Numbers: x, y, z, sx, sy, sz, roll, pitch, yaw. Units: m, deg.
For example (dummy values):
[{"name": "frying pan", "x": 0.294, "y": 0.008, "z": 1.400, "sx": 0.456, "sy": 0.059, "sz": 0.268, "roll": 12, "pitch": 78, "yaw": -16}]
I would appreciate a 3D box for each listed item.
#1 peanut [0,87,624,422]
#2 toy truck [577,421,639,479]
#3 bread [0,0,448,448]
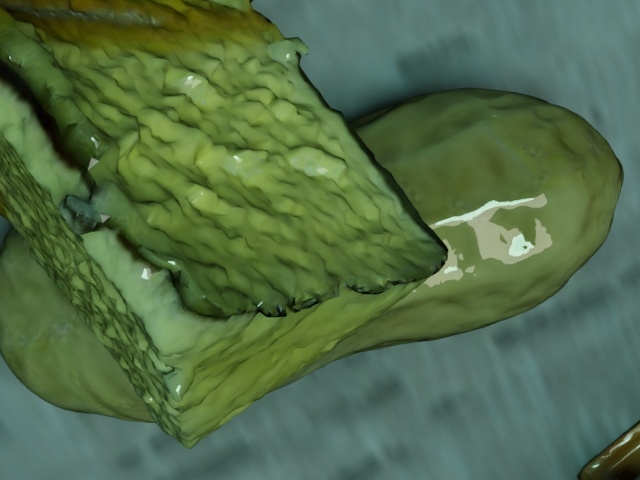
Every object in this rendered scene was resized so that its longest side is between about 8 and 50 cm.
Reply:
[{"name": "peanut", "x": 0.000, "y": 0.000, "z": 0.707, "sx": 0.274, "sy": 0.125, "sz": 0.111, "roll": -17, "pitch": 88, "yaw": -14}, {"name": "toy truck", "x": 0.297, "y": 0.191, "z": 0.735, "sx": 0.173, "sy": 0.387, "sz": 0.207, "roll": -38, "pitch": 121, "yaw": -4}, {"name": "bread", "x": -0.088, "y": -0.056, "z": 0.601, "sx": 0.178, "sy": 0.266, "sz": 0.142, "roll": -21, "pitch": 158, "yaw": -44}]
